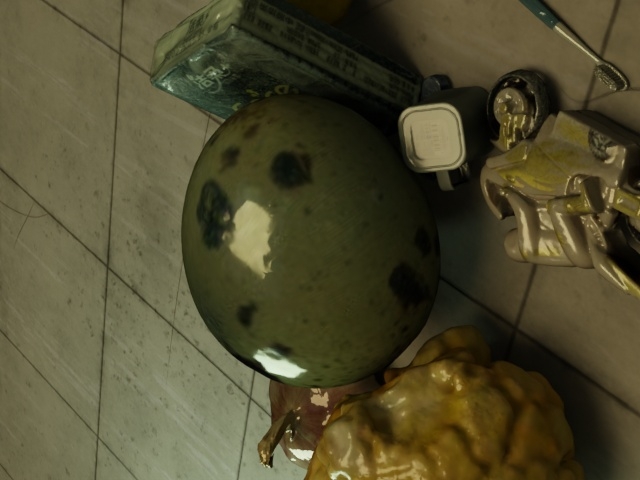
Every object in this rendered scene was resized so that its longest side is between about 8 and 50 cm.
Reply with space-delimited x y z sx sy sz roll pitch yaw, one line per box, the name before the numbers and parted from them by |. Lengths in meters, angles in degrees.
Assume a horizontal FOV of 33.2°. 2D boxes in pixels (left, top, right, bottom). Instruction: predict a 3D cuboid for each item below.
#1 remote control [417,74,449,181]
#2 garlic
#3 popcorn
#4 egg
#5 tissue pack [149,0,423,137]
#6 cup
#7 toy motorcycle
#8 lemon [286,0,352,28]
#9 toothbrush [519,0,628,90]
remote control | 0.158 -0.157 1.492 0.043 0.027 0.152 25 125 35
garlic | -0.018 0.286 1.708 0.245 0.253 0.245 22 124 36
popcorn | 0.163 0.330 1.432 0.354 0.344 0.390 14 111 51
egg | -0.017 0.004 1.439 0.345 0.345 0.428 27 152 41
tissue pack | -0.047 -0.224 1.493 0.228 0.316 0.103 -21 54 51
cup | 0.167 -0.128 1.400 0.095 0.129 0.128 -3 103 27
toy motorcycle | 0.301 -0.050 1.299 0.341 0.108 0.223 43 125 40
lemon | -0.044 -0.364 1.525 0.193 0.180 0.180 -4 102 30
toothbrush | 0.273 -0.274 1.307 0.275 0.025 0.019 50 138 23
